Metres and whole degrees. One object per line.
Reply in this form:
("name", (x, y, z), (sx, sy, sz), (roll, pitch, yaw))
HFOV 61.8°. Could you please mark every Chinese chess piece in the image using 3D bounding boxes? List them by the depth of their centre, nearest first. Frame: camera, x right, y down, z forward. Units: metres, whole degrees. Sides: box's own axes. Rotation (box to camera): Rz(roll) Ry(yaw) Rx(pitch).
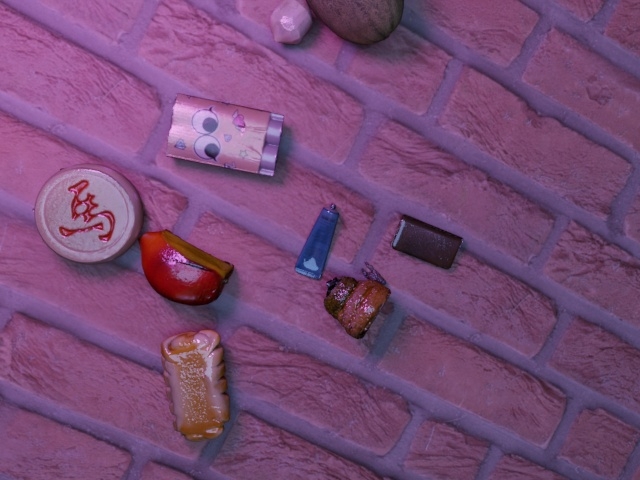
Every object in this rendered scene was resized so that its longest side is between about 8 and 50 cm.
("Chinese chess piece", (-0.608, -0.069, 1.411), (0.273, 0.102, 0.273), (-1, 97, -7))

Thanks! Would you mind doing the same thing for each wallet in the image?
("wallet", (0.314, 0.007, 1.582), (0.198, 0.031, 0.110), (20, 94, -10))

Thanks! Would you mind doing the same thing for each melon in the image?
("melon", (0.077, -0.656, 1.357), (0.248, 0.248, 0.329), (-41, 105, -1))

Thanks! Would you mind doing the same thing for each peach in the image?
("peach", (-0.384, 0.081, 1.435), (0.267, 0.154, 0.158), (31, 93, -11))

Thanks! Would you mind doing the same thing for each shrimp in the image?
("shrimp", (0.153, 0.103, 1.576), (0.038, 0.029, 0.092), (-42, 95, 8))

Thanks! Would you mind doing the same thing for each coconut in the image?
("coconut", (-0.083, -0.576, 1.423), (0.110, 0.110, 0.124), (44, 87, -11))

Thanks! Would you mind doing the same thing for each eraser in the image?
("eraser", (-0.254, -0.282, 1.440), (0.291, 0.087, 0.171), (10, 97, -8))

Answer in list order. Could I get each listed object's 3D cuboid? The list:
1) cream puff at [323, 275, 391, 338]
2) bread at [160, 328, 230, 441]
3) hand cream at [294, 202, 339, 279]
("cream puff", (0.089, 0.168, 1.510), (0.169, 0.183, 0.183), (33, 92, 9))
("bread", (-0.345, 0.404, 1.497), (0.173, 0.121, 0.311), (-5, 98, -4))
("hand cream", (0.000, 0.000, 1.538), (0.083, 0.048, 0.224), (20, 100, -9))
